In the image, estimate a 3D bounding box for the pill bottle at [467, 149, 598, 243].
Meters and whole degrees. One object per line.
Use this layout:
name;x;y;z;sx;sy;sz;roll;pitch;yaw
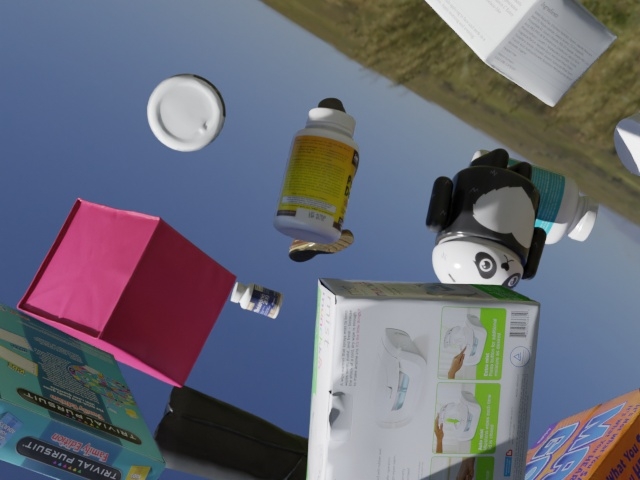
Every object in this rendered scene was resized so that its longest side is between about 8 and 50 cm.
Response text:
pill bottle;0.422;-0.081;1.750;0.264;0.146;0.146;18;-166;2

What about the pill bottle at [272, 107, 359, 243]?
pill bottle;-0.002;-0.110;1.450;0.117;0.214;0.117;12;169;2

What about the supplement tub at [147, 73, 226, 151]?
supplement tub;-0.207;-0.201;1.350;0.117;0.117;0.190;30;-177;-10

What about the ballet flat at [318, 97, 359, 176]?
ballet flat;0.031;-0.191;1.746;0.084;0.058;0.249;-8;-130;-1

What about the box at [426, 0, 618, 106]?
box;0.240;-0.288;1.071;0.182;0.119;0.181;16;-147;-46

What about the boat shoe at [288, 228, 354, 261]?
boat shoe;0.000;0.000;2.166;0.064;0.178;0.060;48;-147;-46

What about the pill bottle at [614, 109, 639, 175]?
pill bottle;0.688;-0.216;1.585;0.152;0.272;0.152;158;90;-78

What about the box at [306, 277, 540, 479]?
box;0.108;0.182;0.966;0.231;0.261;0.127;2;-174;-9

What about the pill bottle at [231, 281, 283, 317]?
pill bottle;-0.158;0.145;2.133;0.120;0.067;0.067;19;-163;-10

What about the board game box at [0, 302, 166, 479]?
board game box;-0.388;0.221;1.239;0.254;0.079;0.336;33;-176;-32

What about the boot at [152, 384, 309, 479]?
boot;-0.183;0.544;1.965;0.445;0.146;0.367;24;-150;-7

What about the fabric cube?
fabric cube;-0.375;0.101;1.687;0.259;0.254;0.258;14;162;37

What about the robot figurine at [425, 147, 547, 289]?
robot figurine;0.308;-0.028;1.579;0.209;0.278;0.173;12;158;17

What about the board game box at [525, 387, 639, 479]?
board game box;0.488;0.506;1.387;0.356;0.356;0.356;-39;-97;-29
